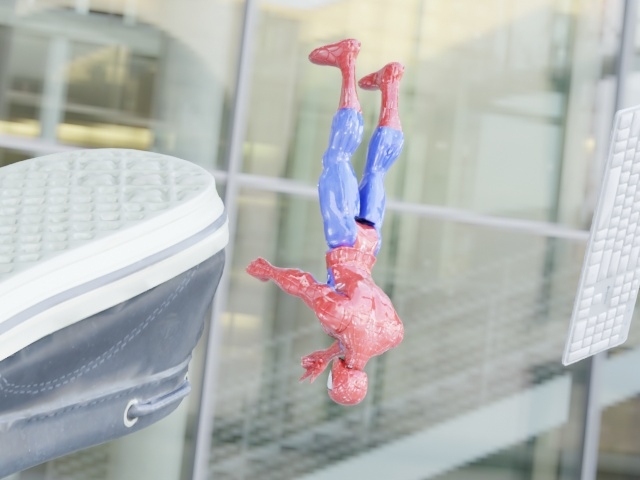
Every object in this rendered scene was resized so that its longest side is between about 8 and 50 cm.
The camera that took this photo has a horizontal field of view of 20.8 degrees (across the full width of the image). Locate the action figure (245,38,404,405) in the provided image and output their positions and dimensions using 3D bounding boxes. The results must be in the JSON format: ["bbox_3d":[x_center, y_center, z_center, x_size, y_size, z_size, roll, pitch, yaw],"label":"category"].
[{"bbox_3d":[0.000,0.000,1.349,0.091,0.280,0.139,22,-32,-40],"label":"action figure"}]

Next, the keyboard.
[{"bbox_3d":[0.245,-0.006,1.427,0.072,0.256,0.014,-23,45,-33],"label":"keyboard"}]

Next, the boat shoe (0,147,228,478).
[{"bbox_3d":[-0.235,0.088,0.854,0.187,0.156,0.500,19,28,35],"label":"boat shoe"}]
